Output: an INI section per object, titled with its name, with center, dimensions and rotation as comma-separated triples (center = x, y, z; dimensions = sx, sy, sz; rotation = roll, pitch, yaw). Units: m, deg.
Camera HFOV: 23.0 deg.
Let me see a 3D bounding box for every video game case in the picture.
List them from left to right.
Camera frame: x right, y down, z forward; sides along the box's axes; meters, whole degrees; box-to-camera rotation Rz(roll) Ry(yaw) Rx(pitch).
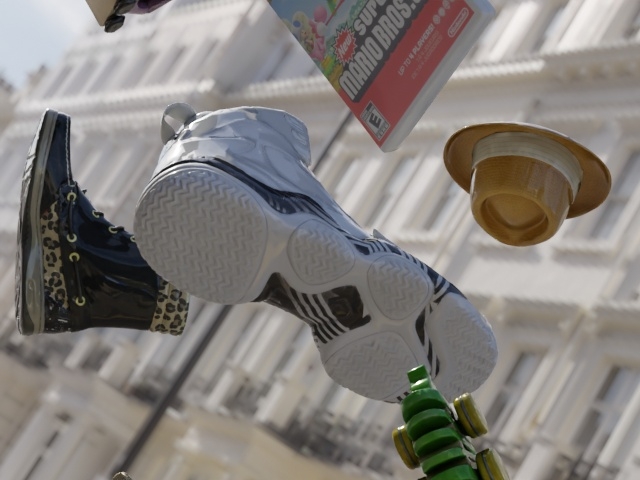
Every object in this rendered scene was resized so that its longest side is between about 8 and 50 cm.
[video game case]
center = 0.040, -0.261, 1.615
dimensions = 0.285, 0.025, 0.204
rotation = 54, -47, 21

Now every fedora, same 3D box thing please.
[fedora]
center = 0.209, -0.049, 1.643
dimensions = 0.194, 0.079, 0.194
rotation = 14, -25, 7

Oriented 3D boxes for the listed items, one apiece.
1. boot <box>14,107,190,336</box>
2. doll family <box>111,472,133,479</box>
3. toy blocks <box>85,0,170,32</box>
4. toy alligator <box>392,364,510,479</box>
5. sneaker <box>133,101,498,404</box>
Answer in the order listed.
[boot]
center = -0.223, -0.012, 1.639
dimensions = 0.178, 0.236, 0.085
rotation = 5, -10, -16
[doll family]
center = -0.180, 0.260, 1.177
dimensions = 0.076, 0.193, 0.111
rotation = 56, -5, 32
[toy blocks]
center = -0.122, -0.411, 1.439
dimensions = 0.309, 0.260, 0.288
rotation = 60, -35, 11
[toy alligator]
center = 0.084, 0.153, 0.956
dimensions = 0.051, 0.056, 0.190
rotation = 44, 22, -57
[sneaker]
center = 0.000, 0.000, 1.412
dimensions = 0.365, 0.137, 0.210
rotation = 29, 26, -22
